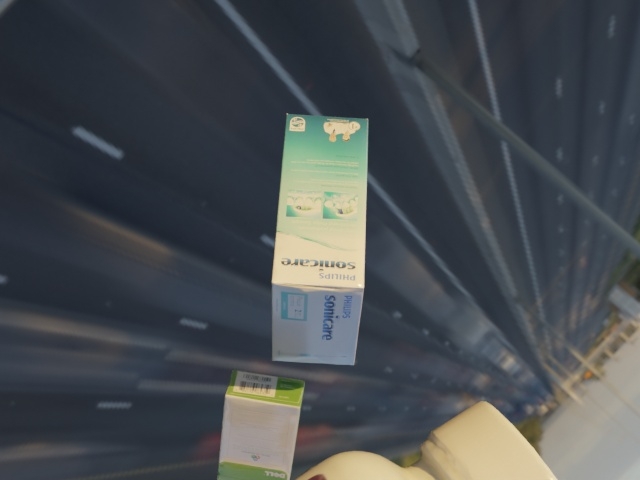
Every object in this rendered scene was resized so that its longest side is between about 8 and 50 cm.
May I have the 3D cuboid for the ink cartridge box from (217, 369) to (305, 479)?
[{"bbox_3d":[-0.091,0.295,1.489,0.062,0.109,0.209,-79,178,-59],"label":"ink cartridge box"}]

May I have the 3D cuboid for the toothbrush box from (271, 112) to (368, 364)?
[{"bbox_3d":[0.000,0.000,1.448,0.216,0.126,0.295,94,-1,-56],"label":"toothbrush box"}]

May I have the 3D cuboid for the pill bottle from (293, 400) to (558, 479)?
[{"bbox_3d":[0.000,0.220,0.536,0.302,0.169,0.169,-33,162,-4],"label":"pill bottle"}]
